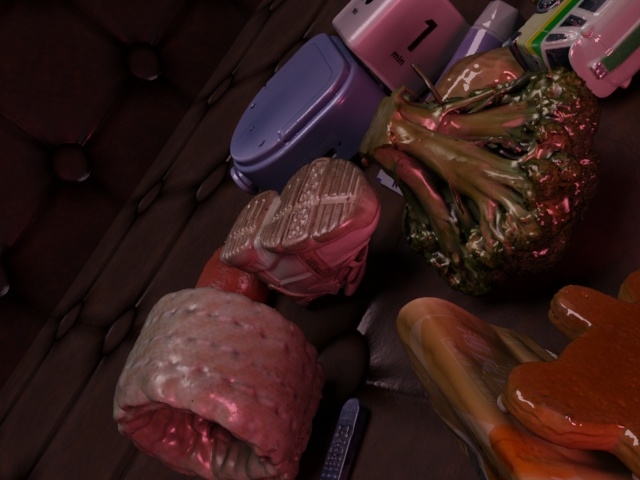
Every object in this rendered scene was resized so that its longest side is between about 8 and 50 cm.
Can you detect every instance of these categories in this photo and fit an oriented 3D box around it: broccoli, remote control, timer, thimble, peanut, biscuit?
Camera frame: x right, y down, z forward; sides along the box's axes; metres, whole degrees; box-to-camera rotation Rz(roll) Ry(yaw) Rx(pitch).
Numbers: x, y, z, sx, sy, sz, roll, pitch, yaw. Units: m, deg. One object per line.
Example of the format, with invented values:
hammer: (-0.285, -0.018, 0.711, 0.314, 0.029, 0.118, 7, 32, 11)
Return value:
broccoli: (0.199, -0.097, 0.874, 0.321, 0.283, 0.304, 150, 141, -70)
remote control: (0.029, 0.283, 0.937, 0.043, 0.027, 0.153, -8, 50, 46)
timer: (0.165, -0.425, 1.426, 0.195, 0.194, 0.192, -44, 27, 15)
thimble: (-0.143, 0.218, 1.026, 0.291, 0.291, 0.195, -23, 37, 43)
peanut: (0.223, -0.200, 1.139, 0.298, 0.136, 0.120, -43, -12, 9)
timer: (-0.035, -0.241, 1.530, 0.395, 0.173, 0.395, -36, 32, 26)
biscuit: (0.277, 0.105, 0.587, 0.301, 0.196, 0.049, -34, -34, -49)

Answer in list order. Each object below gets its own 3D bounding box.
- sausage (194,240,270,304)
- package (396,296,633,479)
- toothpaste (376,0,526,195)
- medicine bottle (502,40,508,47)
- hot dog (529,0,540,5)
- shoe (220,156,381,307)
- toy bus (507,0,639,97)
sausage: (-0.173, 0.118, 1.342, 0.148, 0.148, 0.255, -16, 39, 49)
package: (0.217, 0.182, 0.623, 0.165, 0.221, 0.311, -29, 28, -2)
toothpaste: (0.224, -0.248, 1.252, 0.371, 0.080, 0.125, -56, 31, 3)
medicine bottle: (0.387, -0.345, 1.142, 0.191, 0.051, 0.051, -26, 36, 40)
hot dog: (0.452, -0.449, 1.107, 0.261, 0.123, 0.093, -43, 63, 30)
shoe: (0.002, -0.003, 1.144, 0.351, 0.198, 0.172, -13, 47, 55)
toy bus: (0.415, -0.322, 0.975, 0.276, 0.133, 0.165, -47, 27, 8)
